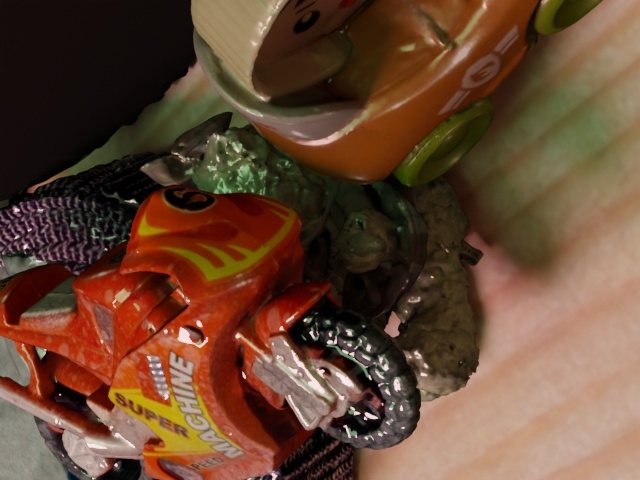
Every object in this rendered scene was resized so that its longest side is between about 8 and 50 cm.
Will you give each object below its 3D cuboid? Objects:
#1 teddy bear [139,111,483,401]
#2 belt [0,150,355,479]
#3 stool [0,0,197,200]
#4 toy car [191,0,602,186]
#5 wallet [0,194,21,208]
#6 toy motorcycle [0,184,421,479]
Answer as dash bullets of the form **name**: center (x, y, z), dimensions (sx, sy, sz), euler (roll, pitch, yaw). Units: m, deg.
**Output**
- **teddy bear**: center (0.018, -0.010, 0.943), dimensions (0.213, 0.111, 0.133), euler (42, 170, -2)
- **belt**: center (-0.108, 0.108, 1.099), dimensions (0.260, 0.122, 0.325), euler (1, 110, 33)
- **stool**: center (-0.246, -0.218, 0.979), dimensions (0.330, 0.297, 0.297), euler (56, 133, 15)
- **toy car**: center (0.019, -0.128, 0.809), dimensions (0.145, 0.235, 0.235), euler (48, 131, 16)
- **wallet**: center (-0.290, -0.054, 1.200), dimensions (0.176, 0.075, 0.250), euler (23, 125, 20)
- **toy motorcycle**: center (-0.072, 0.057, 0.911), dimensions (0.298, 0.089, 0.171), euler (-18, 114, 47)
